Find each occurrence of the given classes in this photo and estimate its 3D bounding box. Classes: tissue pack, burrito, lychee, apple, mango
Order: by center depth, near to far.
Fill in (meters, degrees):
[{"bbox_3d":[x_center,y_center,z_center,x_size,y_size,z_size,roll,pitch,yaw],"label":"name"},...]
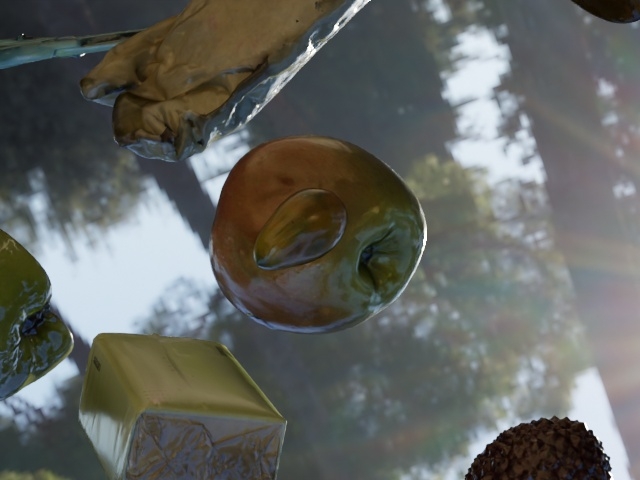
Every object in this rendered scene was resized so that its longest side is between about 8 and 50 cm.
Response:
[{"bbox_3d":[-0.151,0.188,1.626,0.159,0.125,0.234,8,-168,-21],"label":"tissue pack"},{"bbox_3d":[-0.097,-0.214,1.735,0.332,0.135,0.190,-43,-121,-1],"label":"burrito"},{"bbox_3d":[0.266,0.299,1.876,0.188,0.188,0.188,-19,-164,6],"label":"lychee"},{"bbox_3d":[-0.506,0.061,1.998,0.360,0.312,0.320,20,-169,15],"label":"apple"},{"bbox_3d":[-0.028,-0.016,2.254,0.089,0.111,0.163,28,-150,30],"label":"mango"},{"bbox_3d":[0.000,0.000,2.512,0.305,0.338,0.338,20,-144,25],"label":"apple"}]

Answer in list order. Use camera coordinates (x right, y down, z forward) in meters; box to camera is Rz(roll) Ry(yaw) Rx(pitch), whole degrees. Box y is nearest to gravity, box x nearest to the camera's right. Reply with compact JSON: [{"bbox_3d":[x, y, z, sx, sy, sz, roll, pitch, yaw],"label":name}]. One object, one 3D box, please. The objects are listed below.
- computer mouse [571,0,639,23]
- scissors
[{"bbox_3d":[0.365,-0.379,1.651,0.310,0.158,0.072,-54,165,7],"label":"computer mouse"},{"bbox_3d":[-0.353,-0.264,2.125,0.393,0.032,0.180,-6,-163,2],"label":"scissors"}]
